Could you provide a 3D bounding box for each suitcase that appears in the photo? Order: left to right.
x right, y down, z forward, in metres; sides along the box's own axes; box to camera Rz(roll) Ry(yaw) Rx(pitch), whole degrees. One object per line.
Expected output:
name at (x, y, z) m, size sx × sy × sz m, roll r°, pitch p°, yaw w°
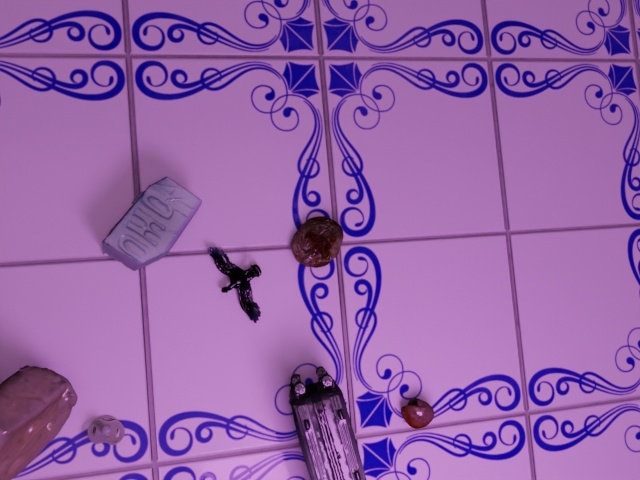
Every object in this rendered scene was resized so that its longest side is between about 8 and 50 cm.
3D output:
suitcase at (0.012, 0.472, 1.784) m, size 0.128 × 0.202 × 0.312 m, roll -16°, pitch 89°, yaw -6°

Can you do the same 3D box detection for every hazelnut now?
hazelnut at (0.251, 0.443, 1.916) m, size 0.086 × 0.086 × 0.086 m, roll 2°, pitch 84°, yaw -15°

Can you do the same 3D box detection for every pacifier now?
pacifier at (-0.494, 0.435, 1.716) m, size 0.083 × 0.064 × 0.068 m, roll 9°, pitch 64°, yaw -15°

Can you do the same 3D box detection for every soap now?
soap at (-0.407, -0.036, 1.777) m, size 0.145 × 0.091 × 0.230 m, roll 35°, pitch 75°, yaw -9°

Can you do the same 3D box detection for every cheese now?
cheese at (-0.652, 0.397, 1.547) m, size 0.115 × 0.326 × 0.318 m, roll 39°, pitch 65°, yaw 6°

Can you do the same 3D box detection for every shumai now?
shumai at (0.003, -0.003, 1.892) m, size 0.123 × 0.105 × 0.139 m, roll 51°, pitch 49°, yaw -2°

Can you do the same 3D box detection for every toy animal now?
toy animal at (-0.198, 0.099, 1.844) m, size 0.108 × 0.062 × 0.220 m, roll -35°, pitch 95°, yaw 2°
